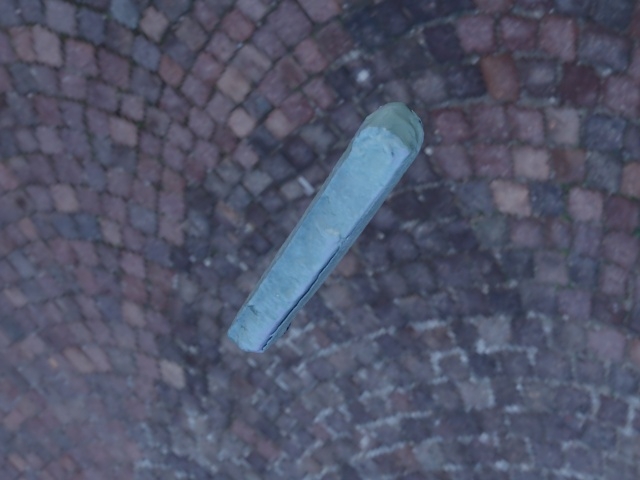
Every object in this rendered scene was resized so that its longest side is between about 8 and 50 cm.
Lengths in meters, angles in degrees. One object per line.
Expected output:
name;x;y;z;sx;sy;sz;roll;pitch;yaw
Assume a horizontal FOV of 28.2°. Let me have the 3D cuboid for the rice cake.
rice cake;-0.001;0.000;0.712;0.033;0.033;0.208;38;134;3
